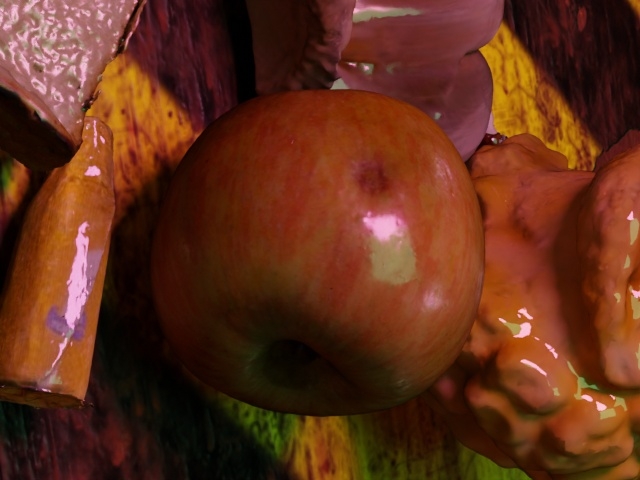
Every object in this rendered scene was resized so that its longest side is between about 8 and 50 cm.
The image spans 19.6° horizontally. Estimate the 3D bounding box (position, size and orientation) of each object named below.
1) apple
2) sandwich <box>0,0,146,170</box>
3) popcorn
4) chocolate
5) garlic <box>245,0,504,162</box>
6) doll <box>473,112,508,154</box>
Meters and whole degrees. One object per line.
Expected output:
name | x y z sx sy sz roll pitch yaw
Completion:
apple | 0.000 0.000 1.441 0.264 0.264 0.264 5 84 -48
sandwich | -0.219 -0.210 1.324 0.226 0.087 0.251 42 55 -37
popcorn | 0.235 0.037 1.612 0.349 0.382 0.349 24 31 -15
chocolate | -0.192 0.012 1.353 0.085 0.085 0.219 26 64 -45
garlic | 0.065 -0.176 1.607 0.325 0.132 0.279 -15 109 -49
doll | 0.142 -0.102 1.765 0.085 0.040 0.058 -24 93 -51
